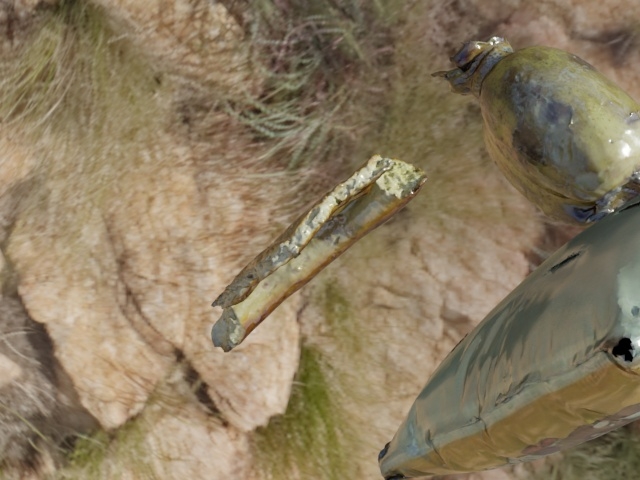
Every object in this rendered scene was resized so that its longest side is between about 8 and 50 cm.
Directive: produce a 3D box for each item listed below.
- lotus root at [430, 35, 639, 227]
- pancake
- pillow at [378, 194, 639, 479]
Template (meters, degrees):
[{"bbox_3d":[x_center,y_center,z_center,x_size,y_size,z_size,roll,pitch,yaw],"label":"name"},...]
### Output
[{"bbox_3d":[0.234,-0.127,1.084,0.154,0.154,0.278,-27,53,-21],"label":"lotus root"},{"bbox_3d":[-0.001,0.000,1.006,0.212,0.257,0.056,-39,89,-32],"label":"pancake"},{"bbox_3d":[0.210,0.048,0.733,0.312,0.310,0.119,-33,80,-33],"label":"pillow"}]
